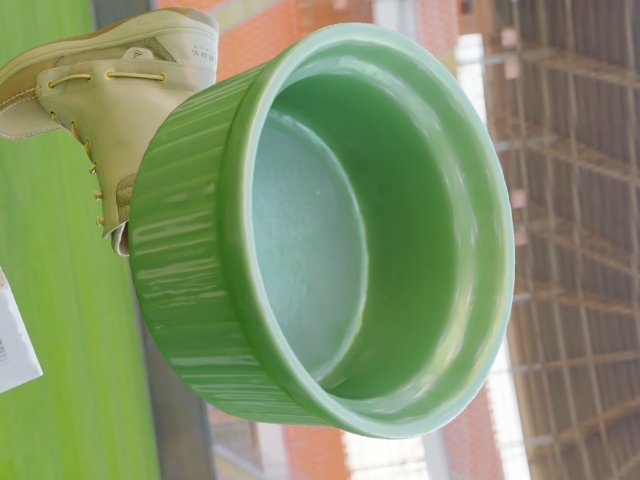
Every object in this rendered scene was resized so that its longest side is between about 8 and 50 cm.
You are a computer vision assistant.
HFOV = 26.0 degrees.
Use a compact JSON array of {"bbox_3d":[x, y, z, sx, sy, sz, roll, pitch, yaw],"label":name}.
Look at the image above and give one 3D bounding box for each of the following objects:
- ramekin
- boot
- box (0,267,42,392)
[{"bbox_3d":[0.000,0.000,1.047,0.148,0.303,0.303,-10,-93,42],"label":"ramekin"},{"bbox_3d":[-0.200,-0.081,1.260,0.095,0.262,0.203,25,55,-59],"label":"boot"},{"bbox_3d":[-0.354,0.055,1.358,0.170,0.091,0.130,52,-20,44],"label":"box"}]
